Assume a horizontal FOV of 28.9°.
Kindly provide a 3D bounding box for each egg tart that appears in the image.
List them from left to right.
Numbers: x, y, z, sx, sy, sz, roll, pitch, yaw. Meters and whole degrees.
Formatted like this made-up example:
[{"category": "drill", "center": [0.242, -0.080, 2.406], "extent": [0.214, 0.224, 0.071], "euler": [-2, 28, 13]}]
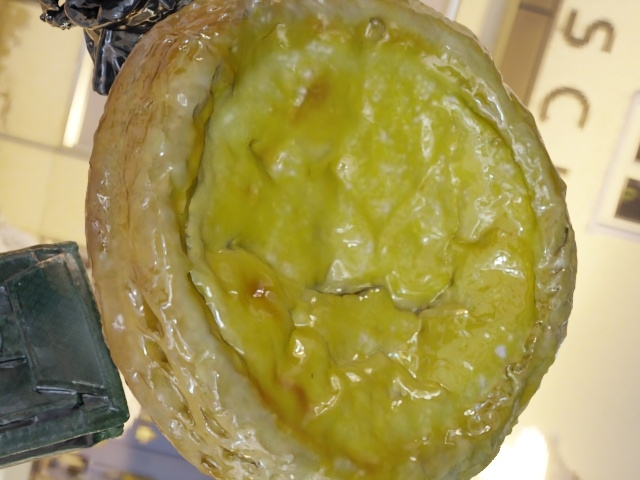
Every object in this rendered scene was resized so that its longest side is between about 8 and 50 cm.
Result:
[{"category": "egg tart", "center": [0.000, 0.000, 0.415], "extent": [0.074, 0.191, 0.191], "euler": [-19, -126, 51]}]

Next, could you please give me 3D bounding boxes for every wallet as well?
[{"category": "wallet", "center": [-0.267, 0.090, 0.874], "extent": [0.055, 0.236, 0.160], "euler": [-50, -125, 58]}]

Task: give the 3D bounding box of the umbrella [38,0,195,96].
[{"category": "umbrella", "center": [-0.107, -0.151, 0.760], "extent": [0.128, 0.154, 0.336], "euler": [-49, -173, -4]}]
